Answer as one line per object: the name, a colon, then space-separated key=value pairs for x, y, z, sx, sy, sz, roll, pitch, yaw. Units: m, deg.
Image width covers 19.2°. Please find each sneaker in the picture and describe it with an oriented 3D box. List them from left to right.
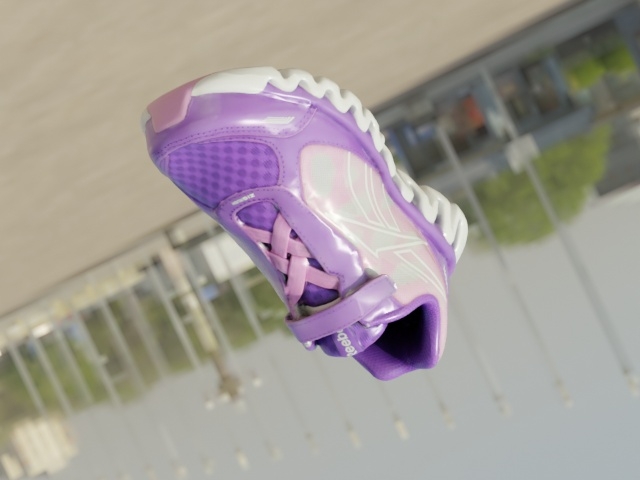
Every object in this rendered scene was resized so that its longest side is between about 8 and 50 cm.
sneaker: x=0.000 y=0.000 z=0.943 sx=0.095 sy=0.104 sz=0.236 roll=-17 pitch=147 yaw=29
